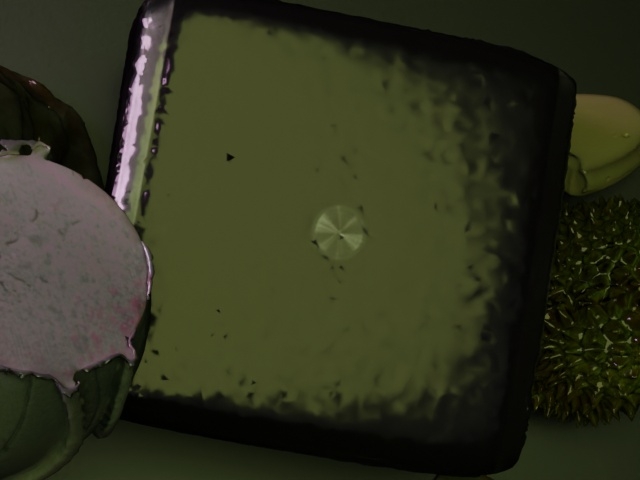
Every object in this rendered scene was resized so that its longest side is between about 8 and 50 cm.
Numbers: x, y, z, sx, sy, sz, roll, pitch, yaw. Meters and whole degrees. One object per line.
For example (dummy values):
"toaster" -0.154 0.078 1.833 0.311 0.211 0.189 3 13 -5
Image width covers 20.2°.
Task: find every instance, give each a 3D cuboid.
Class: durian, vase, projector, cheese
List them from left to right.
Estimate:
"vase" -0.300 0.110 1.453 0.250 0.445 0.250 14 57 -22
"projector" 0.000 0.000 1.660 0.405 0.242 0.395 10 84 -9
"durian" 0.284 0.066 1.741 0.200 0.176 0.237 32 68 -14
"cheese" 0.314 -0.112 1.839 0.255 0.050 0.127 -13 47 -21

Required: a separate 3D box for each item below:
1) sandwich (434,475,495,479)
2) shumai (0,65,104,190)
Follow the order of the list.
"sandwich" 0.183 0.279 1.720 0.163 0.113 0.079 35 75 -2
"shumai" -0.340 -0.046 1.612 0.304 0.263 0.309 8 78 -7
